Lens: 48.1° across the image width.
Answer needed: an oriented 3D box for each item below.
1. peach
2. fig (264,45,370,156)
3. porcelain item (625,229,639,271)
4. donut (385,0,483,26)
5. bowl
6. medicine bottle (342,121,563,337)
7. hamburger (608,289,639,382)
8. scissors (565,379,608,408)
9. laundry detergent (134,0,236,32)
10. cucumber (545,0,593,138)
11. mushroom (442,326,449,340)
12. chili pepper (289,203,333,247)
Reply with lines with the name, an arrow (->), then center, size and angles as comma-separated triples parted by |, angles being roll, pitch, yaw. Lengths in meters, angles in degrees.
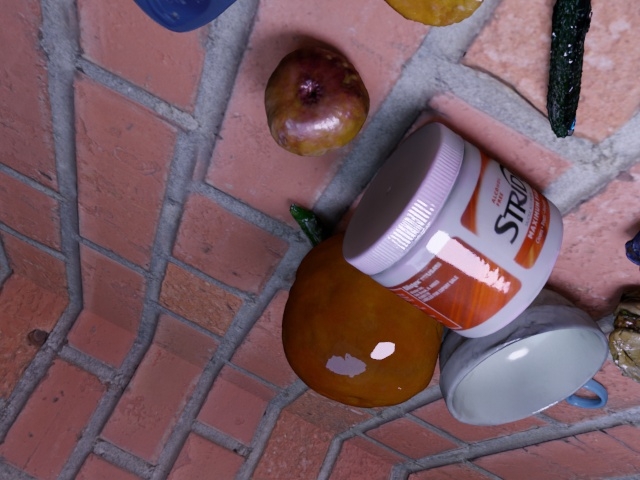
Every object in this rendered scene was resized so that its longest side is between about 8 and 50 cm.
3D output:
peach -> 0.082, 0.140, 1.361 | 0.301, 0.343, 0.343 | 11, 150, 8
fig -> -0.014, -0.191, 1.113 | 0.159, 0.159, 0.257 | 27, 170, -3
porcelain item -> 0.574, 0.018, 0.990 | 0.186, 0.138, 0.288 | 44, 156, 1
donut -> 0.118, -0.331, 0.817 | 0.162, 0.065, 0.178 | -1, 144, 48
bowl -> 0.354, 0.200, 1.328 | 0.307, 0.163, 0.307 | -10, 135, -10
medicine bottle -> 0.198, -0.012, 1.093 | 0.241, 0.252, 0.252 | 32, 152, -13
hamburger -> 0.591, 0.147, 1.212 | 0.206, 0.130, 0.183 | -14, 138, 24
scissors -> 0.500, 0.239, 1.522 | 0.192, 0.029, 0.447 | 8, 145, 30
laundry detergent -> -0.135, -0.367, 0.925 | 0.290, 0.094, 0.143 | -5, 136, 45
cucumber -> 0.303, -0.214, 0.885 | 0.044, 0.043, 0.257 | 18, 153, 24
mushroom -> 0.269, 0.197, 1.577 | 0.270, 0.103, 0.118 | 35, 147, 5
chili pepper -> 0.000, 0.000, 1.493 | 0.088, 0.059, 0.227 | 2, 143, 45
